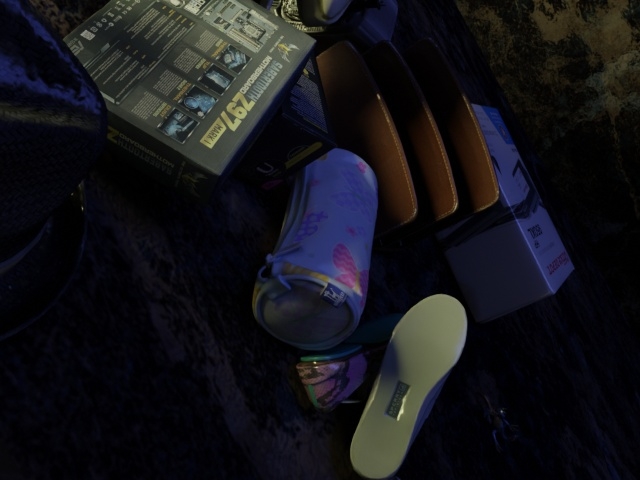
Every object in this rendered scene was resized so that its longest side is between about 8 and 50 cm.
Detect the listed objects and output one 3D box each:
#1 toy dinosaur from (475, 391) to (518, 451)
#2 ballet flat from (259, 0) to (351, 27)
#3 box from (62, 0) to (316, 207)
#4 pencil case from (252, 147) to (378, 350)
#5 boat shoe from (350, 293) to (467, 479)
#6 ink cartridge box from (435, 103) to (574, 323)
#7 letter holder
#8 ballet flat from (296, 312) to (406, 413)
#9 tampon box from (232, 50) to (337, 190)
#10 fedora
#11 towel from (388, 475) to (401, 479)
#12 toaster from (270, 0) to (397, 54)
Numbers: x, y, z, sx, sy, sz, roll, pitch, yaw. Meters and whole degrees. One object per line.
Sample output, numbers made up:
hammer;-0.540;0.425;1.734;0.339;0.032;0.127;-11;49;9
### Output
toy dinosaur;0.301;0.302;1.076;0.082;0.047;0.090;59;12;-46
ballet flat;-0.068;-0.356;0.807;0.482;0.164;0.182;-5;90;-28
box;-0.130;-0.166;0.633;0.183;0.059;0.233;30;53;-4
pencil case;0.000;0.000;0.772;0.124;0.113;0.273;33;37;-14
boat shoe;0.097;0.168;0.746;0.079;0.081;0.227;27;72;10
ink cartridge box;0.339;-0.064;1.310;0.285;0.166;0.395;-15;80;-60
letter holder;0.117;-0.160;0.986;0.152;0.214;0.302;4;63;-57
ballet flat;0.049;0.150;0.778;0.221;0.077;0.079;-15;97;-56
tampon box;-0.067;-0.167;0.794;0.101;0.120;0.161;23;48;-47
fedora;-0.256;-0.086;0.391;0.334;0.152;0.334;38;38;-37
towel;0.117;0.409;0.680;0.282;0.049;0.187;56;30;-11
toaster;0.027;-0.372;1.034;0.146;0.227;0.129;10;93;-62
